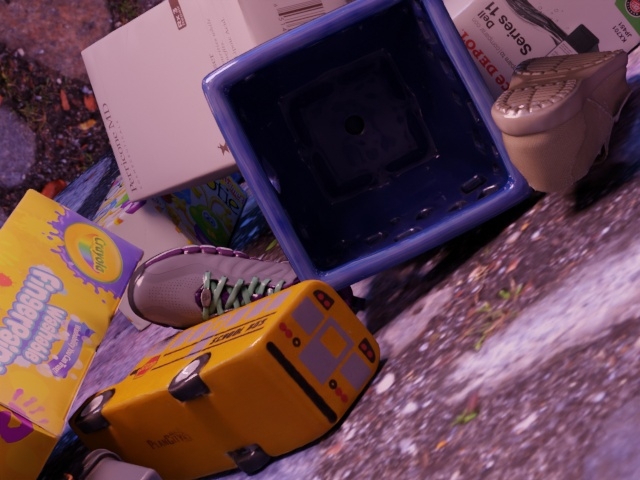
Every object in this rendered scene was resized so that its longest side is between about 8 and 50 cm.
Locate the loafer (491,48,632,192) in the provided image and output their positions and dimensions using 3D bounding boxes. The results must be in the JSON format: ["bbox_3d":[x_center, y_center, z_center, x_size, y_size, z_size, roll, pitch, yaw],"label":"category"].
[{"bbox_3d":[0.218,-0.110,1.499,0.102,0.092,0.268,-3,16,25],"label":"loafer"}]

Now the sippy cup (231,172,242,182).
[{"bbox_3d":[-0.156,-0.206,2.560,0.305,0.240,0.224,87,-156,-54],"label":"sippy cup"}]

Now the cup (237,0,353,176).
[{"bbox_3d":[0.004,-0.251,2.140,0.237,0.331,0.331,-17,-2,-35],"label":"cup"}]

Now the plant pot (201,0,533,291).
[{"bbox_3d":[0.042,-0.106,1.597,0.236,0.236,0.212,-26,7,3],"label":"plant pot"}]

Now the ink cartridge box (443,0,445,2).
[{"bbox_3d":[0.188,-0.325,2.255,0.189,0.097,0.255,-166,89,-73],"label":"ink cartridge box"}]

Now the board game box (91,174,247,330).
[{"bbox_3d":[-0.216,-0.023,2.287,0.144,0.142,0.275,-36,15,19],"label":"board game box"}]

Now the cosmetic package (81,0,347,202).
[{"bbox_3d":[-0.116,-0.190,1.988,0.156,0.217,0.385,-19,0,-35],"label":"cosmetic package"}]

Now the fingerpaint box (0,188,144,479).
[{"bbox_3d":[-0.372,0.200,1.757,0.371,0.163,0.445,-58,8,22],"label":"fingerpaint box"}]

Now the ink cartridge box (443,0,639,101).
[{"bbox_3d":[0.230,-0.227,1.693,0.208,0.153,0.087,-41,15,5],"label":"ink cartridge box"}]

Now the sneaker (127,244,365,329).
[{"bbox_3d":[-0.070,0.047,1.609,0.223,0.083,0.098,-1,2,-27],"label":"sneaker"}]

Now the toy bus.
[{"bbox_3d":[-0.099,0.143,1.543,0.332,0.108,0.130,-24,22,51],"label":"toy bus"}]

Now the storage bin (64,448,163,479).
[{"bbox_3d":[-0.196,0.256,1.515,0.091,0.098,0.135,-7,36,49],"label":"storage bin"}]
